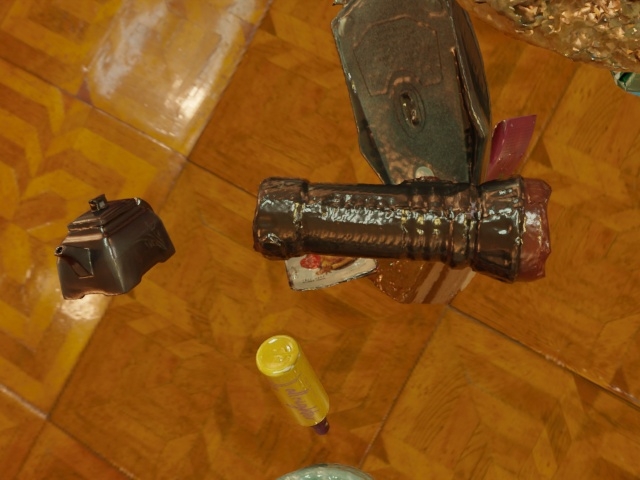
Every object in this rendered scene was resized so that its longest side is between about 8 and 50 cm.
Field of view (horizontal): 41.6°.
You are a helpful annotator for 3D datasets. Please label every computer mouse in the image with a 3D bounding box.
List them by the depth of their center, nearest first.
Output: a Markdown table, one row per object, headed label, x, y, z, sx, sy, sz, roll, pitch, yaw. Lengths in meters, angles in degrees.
| label | x | y | z | sx | sy | sz | roll | pitch | yaw |
| --- | --- | --- | --- | --- | --- | --- | --- | --- | --- |
| computer mouse | 0.089 | -0.134 | 0.725 | 0.126 | 0.071 | 0.231 | -5 | 110 | 41 |

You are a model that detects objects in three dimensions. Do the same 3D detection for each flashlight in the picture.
| label | x | y | z | sx | sy | sz | roll | pitch | yaw |
| --- | --- | --- | --- | --- | --- | --- | --- | --- | --- |
| flashlight | 0.062 | -0.016 | 0.670 | 0.232 | 0.093 | 0.092 | 5 | 84 | 7 |

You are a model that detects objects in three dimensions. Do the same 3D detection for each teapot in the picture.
| label | x | y | z | sx | sy | sz | roll | pitch | yaw |
| --- | --- | --- | --- | --- | --- | --- | --- | --- | --- |
| teapot | -0.237 | -0.004 | 0.946 | 0.087 | 0.177 | 0.096 | -7 | 109 | 23 |

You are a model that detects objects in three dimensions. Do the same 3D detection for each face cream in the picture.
| label | x | y | z | sx | sy | sz | roll | pitch | yaw |
| --- | --- | --- | --- | --- | --- | --- | --- | --- | --- |
| face cream | -0.033 | 0.264 | 1.454 | 0.078 | 0.273 | 0.078 | -10 | 50 | 12 |

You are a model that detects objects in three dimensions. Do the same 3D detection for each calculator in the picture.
| label | x | y | z | sx | sy | sz | roll | pitch | yaw |
| --- | --- | --- | --- | --- | --- | --- | --- | --- | --- |
| calculator | 0.318 | -0.137 | 1.493 | 0.034 | 0.127 | 0.190 | 38 | 123 | 26 |

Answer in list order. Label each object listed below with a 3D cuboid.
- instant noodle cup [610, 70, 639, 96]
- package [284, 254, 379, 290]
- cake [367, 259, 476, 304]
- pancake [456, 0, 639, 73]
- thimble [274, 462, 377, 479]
| label | x | y | z | sx | sy | sz | roll | pitch | yaw |
| --- | --- | --- | --- | --- | --- | --- | --- | --- | --- |
| instant noodle cup | 0.538 | -0.294 | 1.158 | 0.240 | 0.178 | 0.240 | -12 | 76 | 59 |
| package | 0.000 | 0.000 | 1.490 | 0.154 | 0.030 | 0.239 | -16 | 37 | -4 |
| cake | 0.223 | 0.018 | 1.845 | 0.199 | 0.293 | 0.196 | 37 | 107 | 34 |
| pancake | 0.154 | -0.219 | 0.445 | 0.283 | 0.049 | 0.282 | 17 | 129 | 22 |
| thimble | 0.004 | 0.396 | 1.109 | 0.235 | 0.143 | 0.198 | -19 | 78 | 5 |
